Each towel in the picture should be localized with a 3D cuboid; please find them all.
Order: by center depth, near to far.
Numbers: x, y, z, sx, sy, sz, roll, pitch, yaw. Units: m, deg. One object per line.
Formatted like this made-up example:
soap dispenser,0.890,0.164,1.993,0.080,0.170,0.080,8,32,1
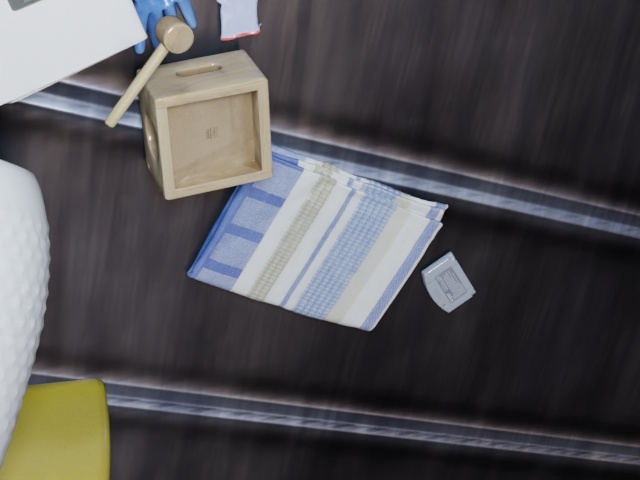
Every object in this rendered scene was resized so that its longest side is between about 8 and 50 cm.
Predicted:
towel,0.000,0.000,1.700,0.285,0.034,0.209,18,114,-30

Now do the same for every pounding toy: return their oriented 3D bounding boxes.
pounding toy,-0.156,-0.159,1.488,0.181,0.094,0.206,-13,125,-16

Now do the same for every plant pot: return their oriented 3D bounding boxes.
plant pot,-0.352,0.316,1.652,0.212,0.187,0.212,-4,122,-22

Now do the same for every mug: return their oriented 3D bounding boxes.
mug,-0.465,0.050,1.386,0.374,0.276,0.328,17,85,1

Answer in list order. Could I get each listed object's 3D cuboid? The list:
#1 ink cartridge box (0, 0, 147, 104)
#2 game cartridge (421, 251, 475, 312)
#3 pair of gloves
ink cartridge box,-0.317,-0.294,1.265,0.197,0.198,0.270,-26,129,-7
game cartridge,0.169,0.058,1.822,0.056,0.017,0.083,-36,128,-3
pair of gloves,-0.130,-0.282,1.467,0.198,0.023,0.159,-10,125,-17
